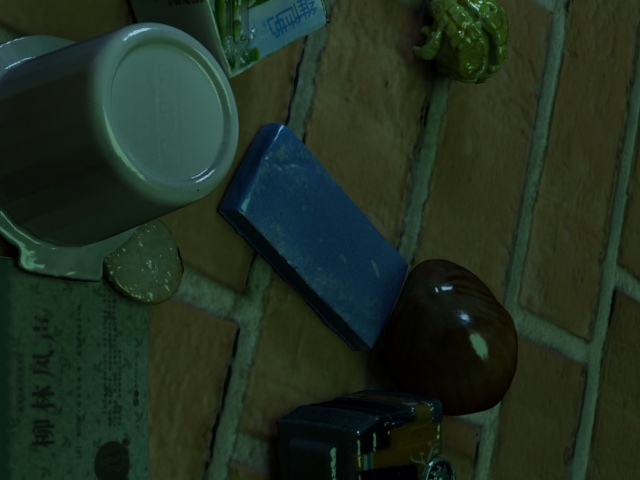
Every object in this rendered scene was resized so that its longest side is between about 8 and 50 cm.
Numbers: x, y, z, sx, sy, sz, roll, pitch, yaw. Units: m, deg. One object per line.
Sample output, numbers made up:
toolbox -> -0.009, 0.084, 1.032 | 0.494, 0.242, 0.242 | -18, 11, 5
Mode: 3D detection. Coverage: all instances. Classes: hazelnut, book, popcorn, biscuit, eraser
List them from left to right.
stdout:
book -> -0.321, 0.145, 1.352 | 0.379, 0.031, 0.264 | 5, 81, -48
biscuit -> -0.199, 0.016, 1.478 | 0.120, 0.015, 0.120 | 28, 48, -36
eraser -> 0.000, 0.000, 1.705 | 0.312, 0.042, 0.144 | 48, 56, -36
hazelnut -> 0.165, 0.134, 1.786 | 0.210, 0.186, 0.210 | 29, 34, -22
popcorn -> 0.207, -0.289, 1.881 | 0.162, 0.135, 0.141 | -38, 109, -39

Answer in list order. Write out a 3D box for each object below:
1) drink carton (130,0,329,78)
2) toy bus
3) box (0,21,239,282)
drink carton -> -0.134, -0.361, 1.506 | 0.194, 0.132, 0.325 | -36, 116, -43
toy bus -> 0.055, 0.360, 1.669 | 0.194, 0.162, 0.323 | -5, 94, -45
box -> -0.194, -0.116, 1.356 | 0.291, 0.206, 0.262 | -44, 112, -40
